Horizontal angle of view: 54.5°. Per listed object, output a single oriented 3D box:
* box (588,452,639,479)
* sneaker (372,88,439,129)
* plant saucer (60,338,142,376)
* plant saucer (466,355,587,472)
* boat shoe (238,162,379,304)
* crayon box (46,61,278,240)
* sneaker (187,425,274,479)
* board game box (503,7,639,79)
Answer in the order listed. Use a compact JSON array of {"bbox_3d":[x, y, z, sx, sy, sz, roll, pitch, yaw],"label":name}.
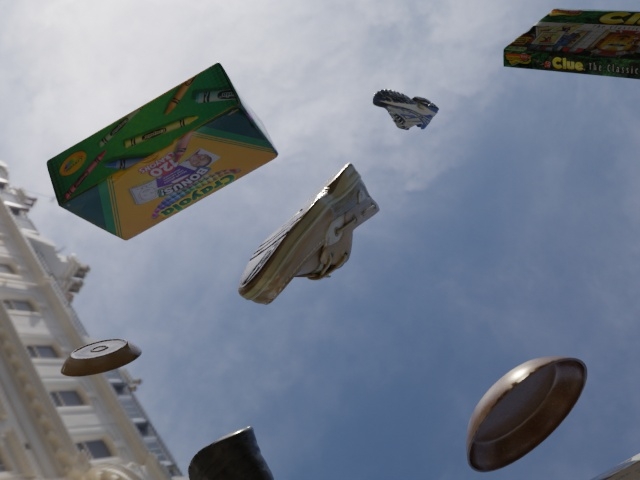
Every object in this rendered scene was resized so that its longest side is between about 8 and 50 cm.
[{"bbox_3d":[0.302,0.316,0.705,0.067,0.324,0.063,64,-25,22],"label":"box"},{"bbox_3d":[0.141,-0.215,1.052,0.052,0.135,0.058,54,-51,45],"label":"sneaker"},{"bbox_3d":[-0.233,0.121,0.659,0.083,0.083,0.015,-3,-79,32],"label":"plant saucer"},{"bbox_3d":[0.261,0.219,0.810,0.198,0.198,0.036,-53,-136,11],"label":"plant saucer"},{"bbox_3d":[0.000,0.000,0.831,0.098,0.302,0.109,49,-52,-8],"label":"boat shoe"},{"bbox_3d":[-0.218,-0.117,0.890,0.278,0.165,0.081,-29,-112,5],"label":"crayon box"},{"bbox_3d":[-0.129,0.372,0.827,0.130,0.109,0.286,50,-40,27],"label":"sneaker"},{"bbox_3d":[0.364,-0.232,0.728,0.259,0.030,0.136,20,-133,40],"label":"board game box"}]
